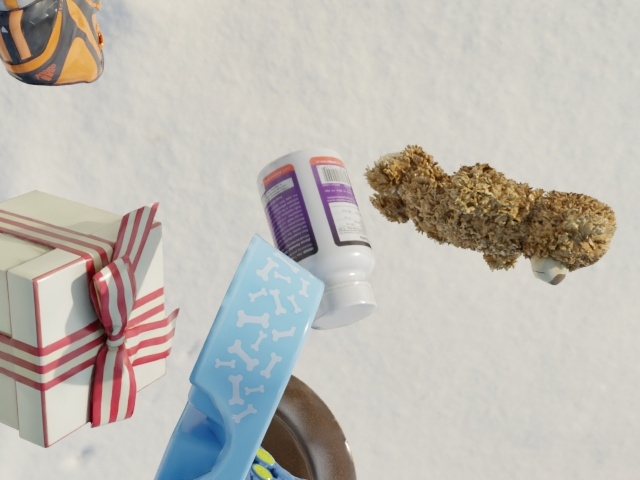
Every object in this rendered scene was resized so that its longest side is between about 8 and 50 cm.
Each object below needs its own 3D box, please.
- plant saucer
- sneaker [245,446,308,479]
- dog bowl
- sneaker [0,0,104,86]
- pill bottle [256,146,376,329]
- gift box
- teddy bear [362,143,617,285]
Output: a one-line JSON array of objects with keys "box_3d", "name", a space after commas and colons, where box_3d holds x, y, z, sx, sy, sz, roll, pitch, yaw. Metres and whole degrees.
[{"box_3d": [-0.084, 0.337, 1.671, 0.050, 0.310, 0.310, -16, 144, -50], "name": "plant saucer"}, {"box_3d": [-0.059, 0.271, 1.209, 0.188, 0.067, 0.078, 33, 123, -13], "name": "sneaker"}, {"box_3d": [-0.078, 0.139, 0.968, 0.074, 0.166, 0.297, 22, 111, -1], "name": "dog bowl"}, {"box_3d": [-0.284, -0.301, 1.326, 0.321, 0.125, 0.180, -57, 156, -37], "name": "sneaker"}, {"box_3d": [0.000, 0.000, 1.322, 0.108, 0.193, 0.108, -15, 160, -6], "name": "pill bottle"}, {"box_3d": [-0.327, 0.075, 1.446, 0.276, 0.258, 0.255, -34, 132, -47], "name": "gift box"}, {"box_3d": [0.213, -0.025, 1.514, 0.338, 0.113, 0.245, 23, 157, 1], "name": "teddy bear"}]
